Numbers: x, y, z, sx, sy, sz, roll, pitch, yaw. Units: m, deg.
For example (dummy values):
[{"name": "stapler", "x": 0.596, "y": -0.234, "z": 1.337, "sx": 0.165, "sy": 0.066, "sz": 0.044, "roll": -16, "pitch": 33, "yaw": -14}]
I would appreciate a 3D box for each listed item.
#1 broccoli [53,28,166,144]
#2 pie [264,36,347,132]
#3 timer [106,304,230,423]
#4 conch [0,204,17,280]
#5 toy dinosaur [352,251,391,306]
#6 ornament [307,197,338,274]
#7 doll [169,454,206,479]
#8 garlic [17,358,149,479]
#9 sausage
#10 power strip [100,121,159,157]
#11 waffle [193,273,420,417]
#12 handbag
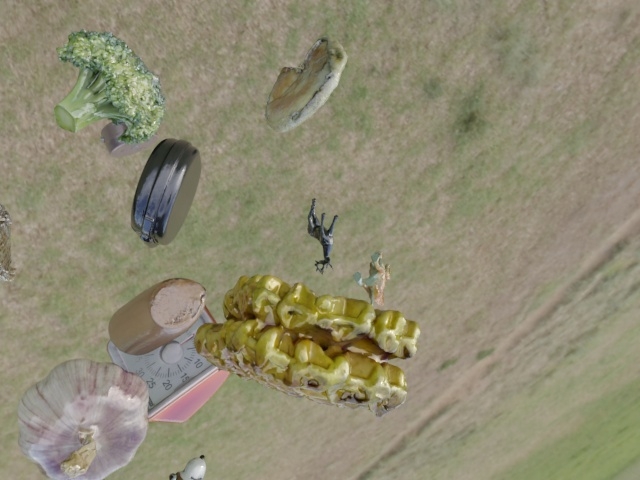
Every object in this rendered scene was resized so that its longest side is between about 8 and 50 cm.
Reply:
[{"name": "broccoli", "x": -0.507, "y": -0.371, "z": 1.441, "sx": 0.235, "sy": 0.288, "sz": 0.260, "roll": -44, "pitch": -171, "yaw": 25}, {"name": "pie", "x": -0.053, "y": -0.444, "z": 1.735, "sx": 0.075, "sy": 0.337, "sz": 0.337, "roll": 31, "pitch": 112, "yaw": -32}, {"name": "timer", "x": -0.343, "y": 0.276, "z": 1.440, "sx": 0.250, "sy": 0.257, "sz": 0.161, "roll": -44, "pitch": 144, "yaw": 3}, {"name": "conch", "x": -0.742, "y": -0.009, "z": 1.280, "sx": 0.163, "sy": 0.178, "sz": 0.245, "roll": -32, "pitch": 110, "yaw": -4}, {"name": "toy dinosaur", "x": 0.125, "y": 0.108, "z": 1.374, "sx": 0.057, "sy": 0.212, "sz": 0.142, "roll": -4, "pitch": 139, "yaw": 23}, {"name": "ornament", "x": 0.000, "y": 0.000, "z": 0.986, "sx": 0.028, "sy": 0.073, "sz": 0.125, "roll": -18, "pitch": 126, "yaw": -29}, {"name": "doll", "x": -0.156, "y": 0.323, "z": 0.772, "sx": 0.058, "sy": 0.085, "sz": 0.040, "roll": -42, "pitch": 155, "yaw": -14}, {"name": "garlic", "x": -0.439, "y": 0.355, "z": 1.098, "sx": 0.245, "sy": 0.253, "sz": 0.245, "roll": -3, "pitch": 100, "yaw": -18}, {"name": "sausage", "x": -0.347, "y": 0.160, "z": 1.257, "sx": 0.123, "sy": 0.123, "sz": 0.253, "roll": 0, "pitch": 158, "yaw": -40}, {"name": "power strip", "x": -0.554, "y": -0.303, "z": 1.722, "sx": 0.154, "sy": 0.078, "sz": 0.154, "roll": -25, "pitch": -179, "yaw": 0}, {"name": "waffle", "x": -0.027, "y": 0.155, "z": 0.872, "sx": 0.261, "sy": 0.151, "sz": 0.324, "roll": 24, "pitch": 159, "yaw": -29}, {"name": "handbag", "x": -0.361, "y": -0.108, "z": 1.386, "sx": 0.308, "sy": 0.093, "sz": 0.253, "roll": 133, "pitch": -22, "yaw": -77}]
